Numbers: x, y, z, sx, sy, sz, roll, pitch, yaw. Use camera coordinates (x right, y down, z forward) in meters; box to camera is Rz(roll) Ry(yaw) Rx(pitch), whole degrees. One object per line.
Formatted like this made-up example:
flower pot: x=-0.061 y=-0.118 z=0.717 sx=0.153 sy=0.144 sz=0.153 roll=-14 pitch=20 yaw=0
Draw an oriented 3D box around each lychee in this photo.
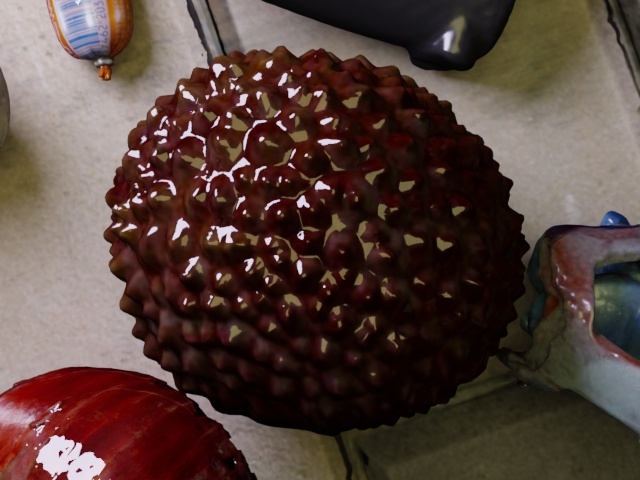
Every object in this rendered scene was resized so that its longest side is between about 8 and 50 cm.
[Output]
lychee: x=0.000 y=0.000 z=1.451 sx=0.306 sy=0.306 sz=0.330 roll=-35 pitch=125 yaw=-7

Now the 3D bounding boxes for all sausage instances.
sausage: x=-0.201 y=-0.244 z=1.580 sx=0.071 sy=0.071 sz=0.234 roll=-12 pitch=84 yaw=-5

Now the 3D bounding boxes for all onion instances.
onion: x=-0.161 y=0.231 z=1.432 sx=0.276 sy=0.276 sz=0.276 roll=0 pitch=84 yaw=-4

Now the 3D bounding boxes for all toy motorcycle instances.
toy motorcycle: x=0.302 y=0.101 z=1.516 sx=0.319 sy=0.182 sz=0.241 roll=15 pitch=56 yaw=-2

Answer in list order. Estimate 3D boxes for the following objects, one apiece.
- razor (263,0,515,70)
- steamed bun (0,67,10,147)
razor: x=0.007 y=-0.278 z=1.545 sx=0.349 sy=0.113 sz=0.204 roll=23 pitch=81 yaw=-22
steamed bun: x=-0.362 y=-0.106 z=1.506 sx=0.228 sy=0.177 sz=0.130 roll=-22 pitch=64 yaw=-4
